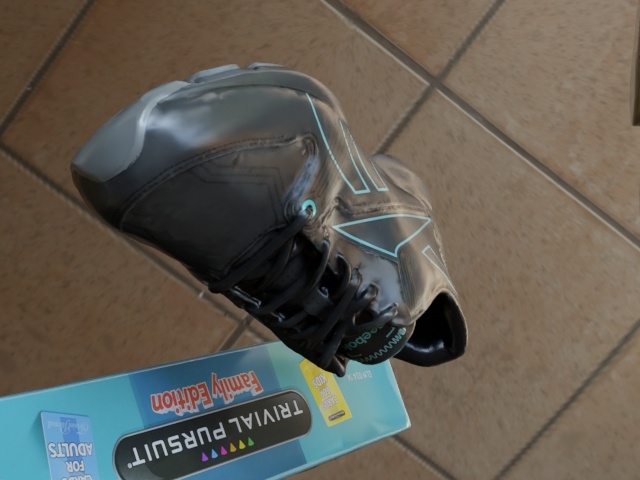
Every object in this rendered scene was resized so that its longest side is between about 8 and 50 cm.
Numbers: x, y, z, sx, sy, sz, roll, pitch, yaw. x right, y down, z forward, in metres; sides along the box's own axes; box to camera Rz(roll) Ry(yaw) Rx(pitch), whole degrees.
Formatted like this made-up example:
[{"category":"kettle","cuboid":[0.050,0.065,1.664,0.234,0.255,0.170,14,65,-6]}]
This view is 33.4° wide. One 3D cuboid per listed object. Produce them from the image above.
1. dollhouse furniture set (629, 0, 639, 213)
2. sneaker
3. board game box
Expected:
[{"category":"dollhouse furniture set","cuboid":[0.265,-0.077,0.532,0.212,0.242,0.161,2,136,11]},{"category":"sneaker","cuboid":[0.000,0.000,0.488,0.101,0.267,0.106,-35,66,22]},{"category":"board game box","cuboid":[-0.142,0.141,0.617,0.253,0.336,0.079,-26,78,34]}]
